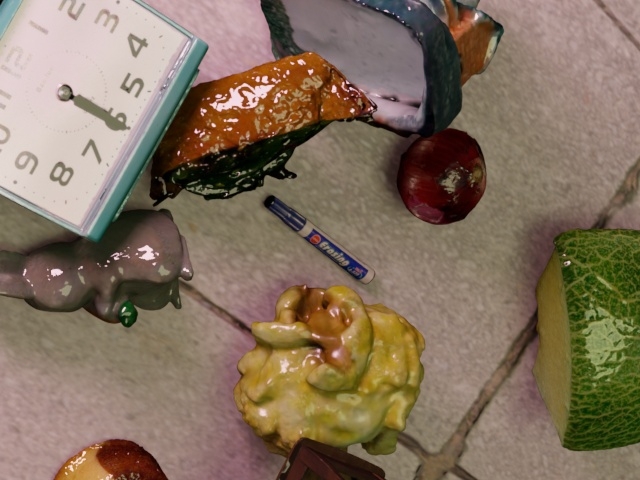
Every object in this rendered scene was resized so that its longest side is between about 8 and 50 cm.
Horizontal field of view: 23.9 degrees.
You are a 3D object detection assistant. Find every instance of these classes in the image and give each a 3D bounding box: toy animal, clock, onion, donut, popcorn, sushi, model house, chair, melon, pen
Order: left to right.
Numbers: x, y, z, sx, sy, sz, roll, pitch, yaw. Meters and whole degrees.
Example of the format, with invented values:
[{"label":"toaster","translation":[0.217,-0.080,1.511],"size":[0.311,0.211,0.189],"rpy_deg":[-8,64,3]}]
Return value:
[{"label":"clock","translation":[-0.288,-0.164,1.680],"size":[0.231,0.116,0.262],"rpy_deg":[30,87,-25]},{"label":"toy animal","translation":[-0.283,0.037,1.764],"size":[0.251,0.127,0.125],"rpy_deg":[-6,121,-17]},{"label":"donut","translation":[-0.253,0.344,1.895],"size":[0.166,0.073,0.184],"rpy_deg":[-16,115,-31]},{"label":"sushi","translation":[-0.079,-0.134,1.800],"size":[0.287,0.149,0.140],"rpy_deg":[-17,89,-1]},{"label":"chair","translation":[-0.017,0.341,1.887],"size":[0.160,0.319,0.186],"rpy_deg":[25,94,-37]},{"label":"pen","translation":[0.000,0.000,1.973],"size":[0.204,0.025,0.025],"rpy_deg":[37,84,-36]},{"label":"popcorn","translation":[0.016,0.178,1.944],"size":[0.256,0.195,0.255],"rpy_deg":[-26,114,-3]},{"label":"model house","translation":[0.107,-0.285,1.838],"size":[0.291,0.253,0.184],"rpy_deg":[-40,138,-36]},{"label":"onion","translation":[0.160,-0.086,1.995],"size":[0.131,0.131,0.131],"rpy_deg":[-11,111,-30]},{"label":"melon","translation":[0.480,0.126,2.235],"size":[0.343,0.226,0.331],"rpy_deg":[-9,94,-17]}]
